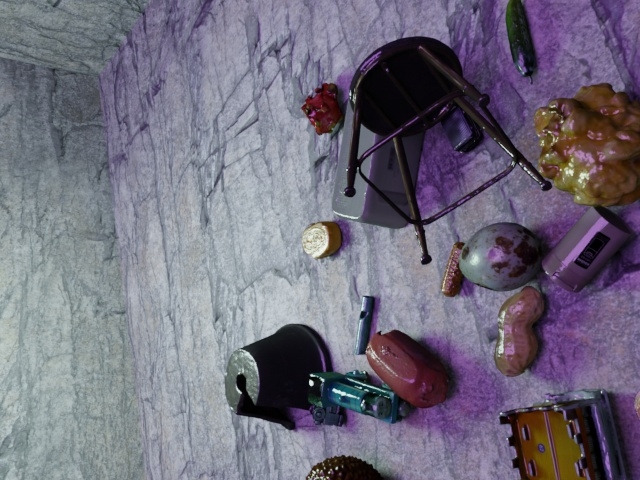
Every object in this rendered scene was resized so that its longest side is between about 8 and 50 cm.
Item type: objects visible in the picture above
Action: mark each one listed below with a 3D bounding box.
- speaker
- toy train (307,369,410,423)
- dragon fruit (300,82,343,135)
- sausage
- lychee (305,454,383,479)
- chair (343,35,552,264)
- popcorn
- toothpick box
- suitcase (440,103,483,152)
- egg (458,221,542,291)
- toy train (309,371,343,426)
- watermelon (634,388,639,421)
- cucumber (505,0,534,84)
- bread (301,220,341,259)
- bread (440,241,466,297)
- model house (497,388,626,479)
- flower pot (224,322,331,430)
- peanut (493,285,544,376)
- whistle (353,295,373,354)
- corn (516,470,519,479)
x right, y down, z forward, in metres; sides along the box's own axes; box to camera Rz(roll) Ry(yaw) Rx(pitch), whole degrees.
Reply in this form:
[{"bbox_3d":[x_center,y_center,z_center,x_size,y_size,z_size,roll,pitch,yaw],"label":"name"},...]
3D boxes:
[{"bbox_3d":[0.170,-0.244,1.962,0.183,0.184,0.407,16,99,50],"label":"speaker"},{"bbox_3d":[0.115,0.461,1.959,0.298,0.194,0.120,5,90,49],"label":"toy train"},{"bbox_3d":[0.007,-0.446,2.221,0.149,0.133,0.208,15,67,14],"label":"dragon fruit"},{"bbox_3d":[0.240,0.354,1.856,0.279,0.152,0.152,38,115,44],"label":"sausage"},{"bbox_3d":[0.073,0.762,1.956,0.267,0.267,0.268,-6,82,49],"label":"lychee"},{"bbox_3d":[0.253,-0.258,1.608,0.361,0.364,0.410,-34,46,20],"label":"chair"},{"bbox_3d":[0.593,-0.207,1.436,0.215,0.251,0.287,76,-174,-53],"label":"popcorn"},{"bbox_3d":[0.596,0.019,1.493,0.181,0.111,0.111,-57,48,28],"label":"toothpick box"},{"bbox_3d":[0.382,-0.306,1.811,0.086,0.059,0.126,-43,55,41],"label":"suitcase"},{"bbox_3d":[0.436,0.042,1.636,0.231,0.169,0.169,-16,74,57],"label":"egg"},{"bbox_3d":[0.027,0.510,2.132,0.071,0.111,0.171,173,108,-77],"label":"toy train"},{"bbox_3d":[0.708,0.345,1.368,0.105,0.062,0.106,-19,64,48],"label":"watermelon"},{"bbox_3d":[0.505,-0.508,1.688,0.056,0.056,0.250,-22,68,47],"label":"cucumber"},{"bbox_3d":[0.000,0.000,2.226,0.149,0.073,0.122,-29,67,45],"label":"bread"},{"bbox_3d":[0.366,0.079,1.808,0.052,0.044,0.157,26,106,45],"label":"bread"},{"bbox_3d":[0.534,0.446,1.447,0.198,0.215,0.224,-25,67,49],"label":"model house"},{"bbox_3d":[-0.172,0.463,2.259,0.379,0.251,0.380,-6,82,51],"label":"flower pot"},{"bbox_3d":[0.482,0.222,1.623,0.103,0.098,0.230,7,94,8],"label":"peanut"},{"bbox_3d":[0.134,0.266,2.073,0.039,0.039,0.187,13,97,49],"label":"whistle"},{"bbox_3d":[0.525,0.642,1.531,0.101,0.101,0.311,-37,61,42],"label":"corn"}]
